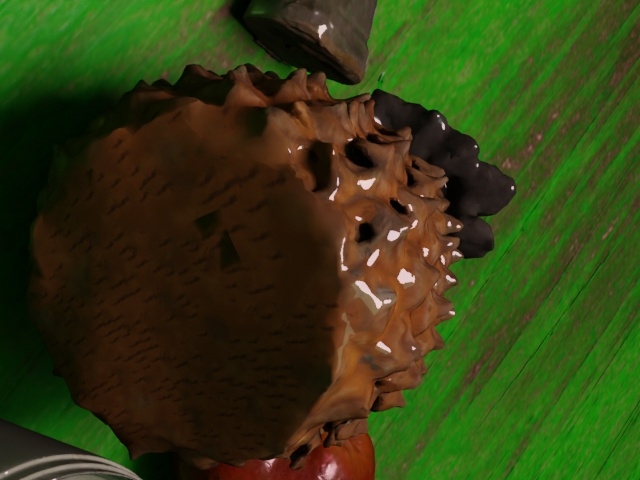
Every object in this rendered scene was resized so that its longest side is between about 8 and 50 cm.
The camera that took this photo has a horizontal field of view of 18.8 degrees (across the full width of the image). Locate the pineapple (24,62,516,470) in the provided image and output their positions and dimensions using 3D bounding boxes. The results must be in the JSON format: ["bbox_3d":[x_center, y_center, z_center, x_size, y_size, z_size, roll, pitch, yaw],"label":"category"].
[{"bbox_3d":[0.000,-0.002,1.087,0.357,0.223,0.223,-19,118,-65],"label":"pineapple"}]

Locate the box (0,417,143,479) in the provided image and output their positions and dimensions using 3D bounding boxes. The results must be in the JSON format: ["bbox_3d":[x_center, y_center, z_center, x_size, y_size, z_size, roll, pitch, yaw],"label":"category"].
[{"bbox_3d":[-0.185,0.197,0.950,0.226,0.149,0.226,-22,119,-47],"label":"box"}]

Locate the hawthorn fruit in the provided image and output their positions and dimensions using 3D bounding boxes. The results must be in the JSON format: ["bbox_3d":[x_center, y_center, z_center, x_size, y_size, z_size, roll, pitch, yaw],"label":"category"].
[{"bbox_3d":[-0.035,0.136,1.161,0.125,0.140,0.125,15,61,-29],"label":"hawthorn fruit"}]

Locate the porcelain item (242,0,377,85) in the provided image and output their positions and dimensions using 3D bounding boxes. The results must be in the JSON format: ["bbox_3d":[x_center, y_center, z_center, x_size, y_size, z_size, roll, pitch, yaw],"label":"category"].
[{"bbox_3d":[0.031,-0.204,1.148,0.081,0.069,0.216,37,74,-48],"label":"porcelain item"}]
